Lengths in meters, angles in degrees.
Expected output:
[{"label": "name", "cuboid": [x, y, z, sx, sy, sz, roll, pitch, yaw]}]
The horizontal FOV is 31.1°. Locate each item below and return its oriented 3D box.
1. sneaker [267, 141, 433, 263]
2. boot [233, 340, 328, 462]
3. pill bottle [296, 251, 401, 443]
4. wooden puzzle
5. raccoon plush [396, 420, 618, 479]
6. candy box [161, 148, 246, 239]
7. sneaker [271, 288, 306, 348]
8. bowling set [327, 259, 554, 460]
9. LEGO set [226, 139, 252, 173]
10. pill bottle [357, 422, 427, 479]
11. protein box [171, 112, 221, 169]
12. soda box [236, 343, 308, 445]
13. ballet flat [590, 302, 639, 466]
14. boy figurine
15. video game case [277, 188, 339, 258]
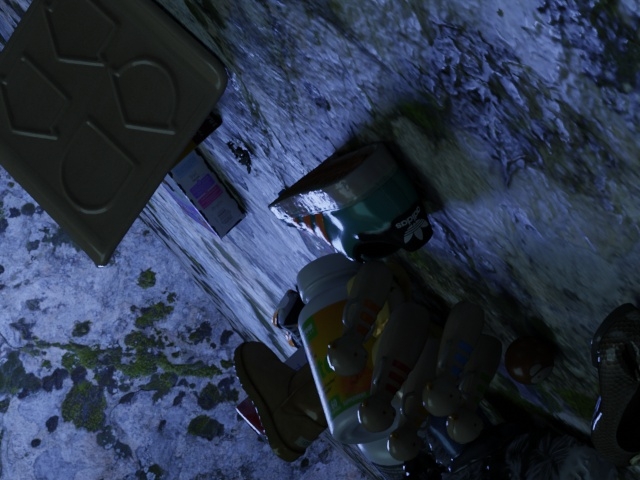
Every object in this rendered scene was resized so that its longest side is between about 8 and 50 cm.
[{"label": "sneaker", "cuboid": [0.030, -0.027, 1.288, 0.121, 0.108, 0.302, 53, 167, -10]}, {"label": "boot", "cuboid": [0.009, 0.177, 1.757, 0.089, 0.269, 0.236, 24, -151, -49]}, {"label": "pill bottle", "cuboid": [0.047, 0.145, 1.593, 0.136, 0.136, 0.246, 68, -177, -62]}, {"label": "wooden puzzle", "cuboid": [-0.307, -0.190, 1.579, 0.322, 0.348, 0.080, 43, -157, 18]}, {"label": "raccoon plush", "cuboid": [0.304, 0.397, 1.583, 0.299, 0.216, 0.446, 32, 168, -24]}, {"label": "candy box", "cuboid": [-0.246, -0.113, 2.122, 0.165, 0.070, 0.196, 33, 163, 52]}, {"label": "sneaker", "cuboid": [-0.034, 0.168, 2.333, 0.083, 0.084, 0.215, 26, 164, 27]}, {"label": "bowling set", "cuboid": [0.138, 0.153, 1.250, 0.200, 0.154, 0.287, 9, 158, 32]}, {"label": "LEGO set", "cuboid": [-0.118, -0.131, 1.720, 0.083, 0.023, 0.054, 54, 176, 47]}, {"label": "pill bottle", "cuboid": [0.164, 0.319, 1.831, 0.318, 0.176, 0.176, 53, 168, -30]}, {"label": "protein box", "cuboid": [-0.285, -0.154, 1.774, 0.136, 0.201, 0.200, 48, 169, -9]}, {"label": "soda box", "cuboid": [-0.017, 0.248, 2.030, 0.092, 0.263, 0.083, 39, 165, 34]}, {"label": "ballet flat", "cuboid": [0.286, 0.144, 1.025, 0.058, 0.084, 0.250, 40, 161, 36]}, {"label": "boy figurine", "cuboid": [0.138, 0.154, 1.484, 0.092, 0.177, 0.285, -41, 74, 37]}, {"label": "video game case", "cuboid": [0.000, 0.000, 1.742, 0.119, 0.015, 0.166, 40, 167, 34]}]
